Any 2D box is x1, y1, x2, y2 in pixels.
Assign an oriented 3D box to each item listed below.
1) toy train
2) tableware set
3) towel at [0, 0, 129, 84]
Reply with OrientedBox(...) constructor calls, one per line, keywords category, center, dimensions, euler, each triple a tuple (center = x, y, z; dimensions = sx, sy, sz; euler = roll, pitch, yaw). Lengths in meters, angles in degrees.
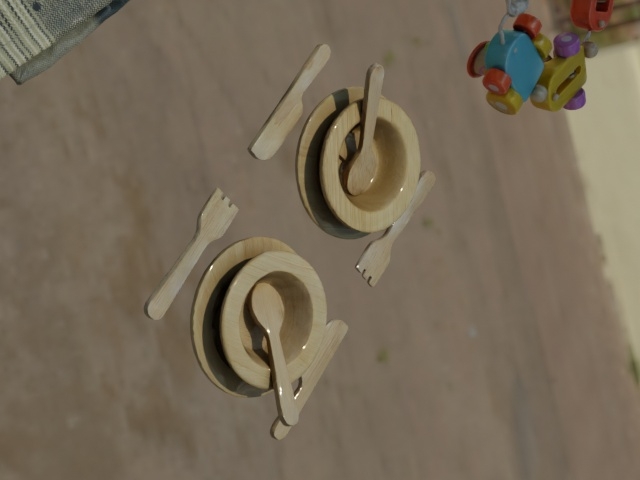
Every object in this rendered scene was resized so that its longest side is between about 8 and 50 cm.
OrientedBox(category="toy train", center=(0.154, -0.151, 1.296), dimensions=(0.166, 0.046, 0.125), euler=(-15, 117, -51))
OrientedBox(category="tableware set", center=(0.000, 0.000, 1.005), dimensions=(0.128, 0.039, 0.194), euler=(47, 65, -36))
OrientedBox(category="towel", center=(-0.238, -0.289, 1.309), dimensions=(0.324, 0.312, 0.056), euler=(54, -17, -5))
